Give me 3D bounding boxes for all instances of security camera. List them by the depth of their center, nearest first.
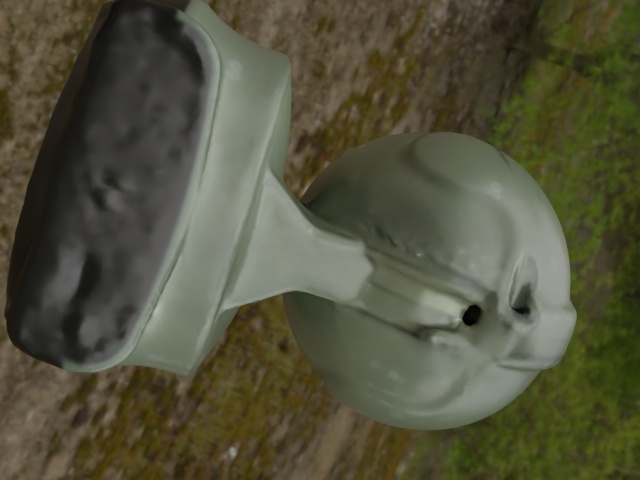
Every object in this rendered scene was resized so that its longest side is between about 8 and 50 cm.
[{"bbox_3d":[0.000,0.000,0.552,0.191,0.277,0.197,-134,-118,-84],"label":"security camera"}]
